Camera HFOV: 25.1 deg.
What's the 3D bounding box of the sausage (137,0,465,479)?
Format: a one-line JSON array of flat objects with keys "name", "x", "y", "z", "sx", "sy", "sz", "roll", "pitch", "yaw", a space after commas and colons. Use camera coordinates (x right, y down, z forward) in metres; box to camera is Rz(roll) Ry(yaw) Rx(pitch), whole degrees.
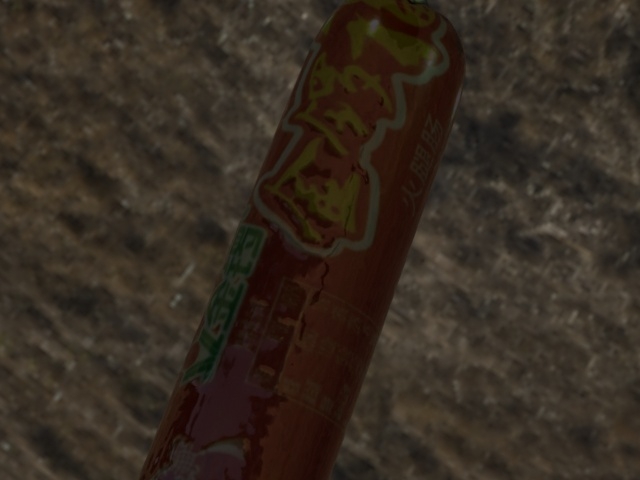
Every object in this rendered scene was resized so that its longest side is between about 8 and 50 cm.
[{"name": "sausage", "x": 0.000, "y": 0.000, "z": 0.590, "sx": 0.083, "sy": 0.264, "sz": 0.083, "roll": 18, "pitch": 162, "yaw": 6}]
